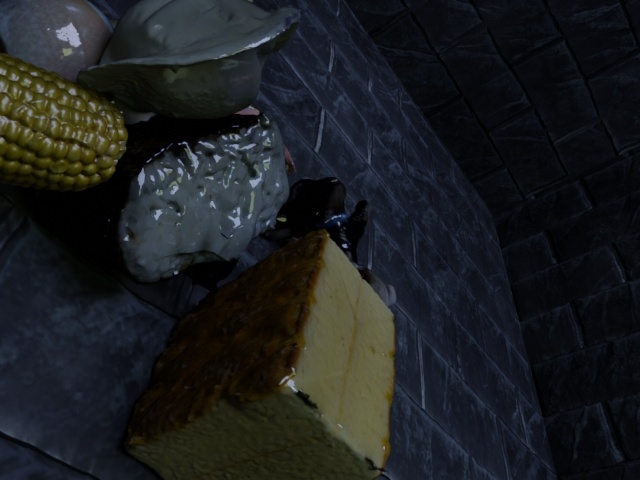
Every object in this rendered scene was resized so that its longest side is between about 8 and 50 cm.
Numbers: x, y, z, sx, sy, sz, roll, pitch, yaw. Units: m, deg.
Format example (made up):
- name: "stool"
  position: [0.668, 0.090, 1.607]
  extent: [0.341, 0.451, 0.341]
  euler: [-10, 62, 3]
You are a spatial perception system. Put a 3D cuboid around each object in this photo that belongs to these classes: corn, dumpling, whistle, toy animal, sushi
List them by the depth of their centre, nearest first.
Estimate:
- name: "corn"
  position: [-0.384, -0.134, 0.522]
  extent: [0.387, 0.144, 0.143]
  euler: [17, 50, -39]
- name: "dumpling"
  position: [-0.135, -0.217, 0.676]
  extent: [0.175, 0.227, 0.243]
  euler: [53, 51, -41]
- name: "whistle"
  position: [-0.370, -0.275, 0.715]
  extent: [0.347, 0.189, 0.189]
  euler: [53, 25, 8]
- name: "sushi"
  position: [-0.198, -0.059, 0.793]
  extent: [0.348, 0.208, 0.234]
  euler: [-30, 128, -53]
- name: "toy animal"
  position: [0.000, 0.000, 1.095]
  extent: [0.303, 0.194, 0.344]
  euler: [39, 29, -49]

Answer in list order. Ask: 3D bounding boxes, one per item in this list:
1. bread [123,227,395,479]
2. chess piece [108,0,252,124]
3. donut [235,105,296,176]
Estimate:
- name: "bread"
  position: [-0.062, 0.174, 0.737]
  extent: [0.207, 0.279, 0.279]
  euler: [48, 27, -23]
- name: "chess piece"
  position: [-0.224, -0.316, 0.841]
  extent: [0.167, 0.300, 0.167]
  euler: [47, 21, -25]
- name: "donut"
  position: [-0.144, -0.166, 1.106]
  extent: [0.199, 0.085, 0.233]
  euler: [55, 28, -18]
